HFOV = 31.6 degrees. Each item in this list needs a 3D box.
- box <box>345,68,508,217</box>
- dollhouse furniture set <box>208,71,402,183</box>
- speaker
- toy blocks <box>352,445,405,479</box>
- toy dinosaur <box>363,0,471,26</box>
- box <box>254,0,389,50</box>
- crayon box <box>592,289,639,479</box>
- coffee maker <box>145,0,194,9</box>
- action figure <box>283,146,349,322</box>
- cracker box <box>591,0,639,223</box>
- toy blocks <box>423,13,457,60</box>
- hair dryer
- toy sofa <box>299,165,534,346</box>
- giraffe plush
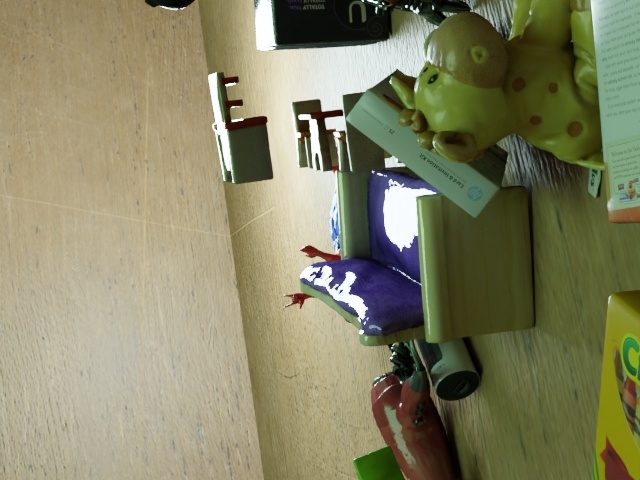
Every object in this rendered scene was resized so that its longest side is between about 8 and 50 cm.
[{"bbox_3d":[0.106,-0.096,1.057,0.038,0.145,0.186,-53,0,17],"label":"box"},{"bbox_3d":[0.001,-0.154,1.404,0.262,0.259,0.135,-160,62,-75],"label":"dollhouse furniture set"},{"bbox_3d":[0.144,0.124,1.345,0.136,0.055,0.055,-108,18,-45],"label":"speaker"},{"bbox_3d":[0.112,0.470,1.359,0.261,0.191,0.381,91,156,-64],"label":"toy blocks"},{"bbox_3d":[0.058,-0.309,1.155,0.322,0.218,0.164,28,115,25],"label":"toy dinosaur"},{"bbox_3d":[-0.006,-0.402,1.554,0.143,0.165,0.270,-155,61,-75],"label":"box"},{"bbox_3d":[0.265,0.167,0.762,0.202,0.081,0.318,-125,33,-67],"label":"crayon box"},{"bbox_3d":[-0.159,-0.364,1.278,0.178,0.120,0.171,-111,27,-63],"label":"coffee maker"},{"bbox_3d":[0.000,0.000,1.772,0.091,0.139,0.280,115,145,-69],"label":"action figure"},{"bbox_3d":[0.248,-0.129,0.753,0.156,0.067,0.232,-176,80,-77],"label":"cracker box"},{"bbox_3d":[0.157,-0.175,1.148,0.148,0.054,0.123,168,90,-77],"label":"toy blocks"},{"bbox_3d":[0.102,0.205,1.386,0.223,0.080,0.293,-111,-1,-77],"label":"hair dryer"},{"bbox_3d":[0.089,0.003,1.268,0.362,0.177,0.150,-148,53,-75],"label":"toy sofa"},{"bbox_3d":[0.152,-0.133,0.939,0.181,0.170,0.210,-163,68,-76],"label":"giraffe plush"}]
